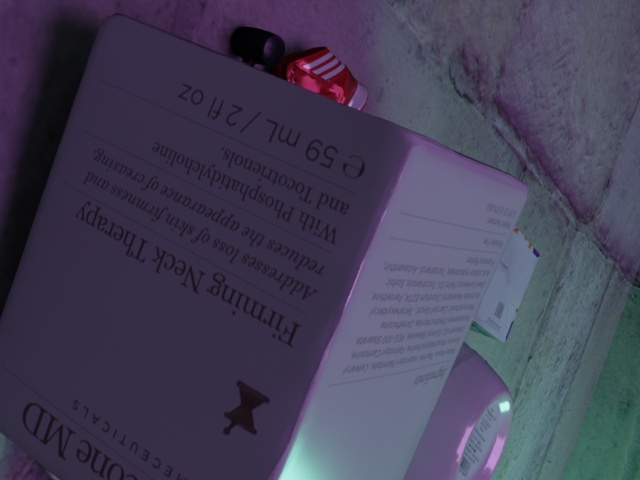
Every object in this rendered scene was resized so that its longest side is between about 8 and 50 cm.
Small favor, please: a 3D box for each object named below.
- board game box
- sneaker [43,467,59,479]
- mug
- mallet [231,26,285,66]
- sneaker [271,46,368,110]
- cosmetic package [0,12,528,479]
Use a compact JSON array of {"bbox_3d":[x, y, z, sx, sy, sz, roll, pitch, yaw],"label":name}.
[{"bbox_3d":[0.148,0.024,1.189,0.144,0.275,0.142,35,77,-55],"label":"board game box"},{"bbox_3d":[-0.271,0.311,0.928,0.083,0.071,0.191,-25,118,-40],"label":"sneaker"},{"bbox_3d":[0.096,0.256,1.182,0.276,0.328,0.374,-52,142,-27],"label":"mug"},{"bbox_3d":[-0.114,-0.163,0.947,0.190,0.062,0.039,-55,140,2],"label":"mallet"},{"bbox_3d":[-0.044,-0.150,1.032,0.128,0.087,0.221,45,69,-34],"label":"sneaker"},{"bbox_3d":[-0.055,0.049,0.802,0.327,0.329,0.394,6,107,-61],"label":"cosmetic package"}]
